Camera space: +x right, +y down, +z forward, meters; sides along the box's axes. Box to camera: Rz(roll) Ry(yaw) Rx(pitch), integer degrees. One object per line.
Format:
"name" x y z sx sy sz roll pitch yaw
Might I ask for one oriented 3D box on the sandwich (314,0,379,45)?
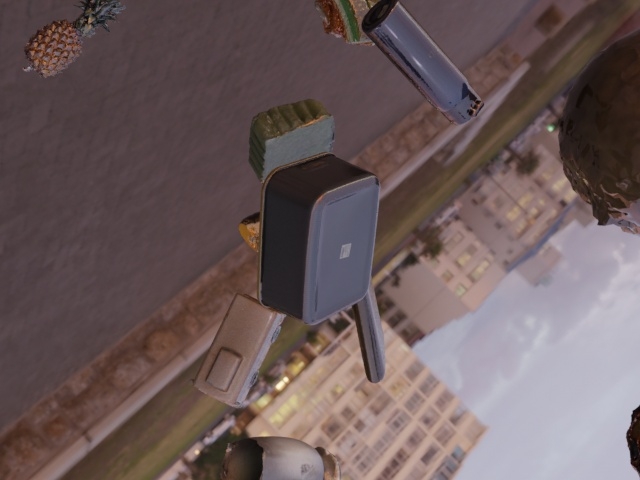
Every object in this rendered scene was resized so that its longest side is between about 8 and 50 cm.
"sandwich" 0.056 -0.488 1.758 0.109 0.185 0.160 -19 173 -37

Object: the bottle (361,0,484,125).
"bottle" 0.165 -0.278 1.277 0.072 0.244 0.082 -56 -151 -10

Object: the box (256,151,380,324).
"box" 0.000 0.000 1.039 0.144 0.090 0.201 -21 127 -44

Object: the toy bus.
"toy bus" -0.137 0.186 1.340 0.182 0.091 0.103 -64 172 -4

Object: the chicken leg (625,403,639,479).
"chicken leg" 0.620 0.396 1.484 0.105 0.063 0.234 -41 -142 33

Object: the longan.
"longan" 0.600 -0.181 1.407 0.391 0.391 0.391 -44 175 -4

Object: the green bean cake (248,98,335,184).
"green bean cake" -0.076 -0.265 2.182 0.227 0.125 0.222 -16 145 -18

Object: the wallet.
"wallet" 0.071 0.113 1.217 0.031 0.198 0.110 -7 -140 8

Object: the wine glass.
"wine glass" -0.059 0.369 1.276 0.111 0.111 0.204 -46 139 16

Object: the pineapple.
"pineapple" -0.466 -0.386 1.494 0.221 0.083 0.103 -43 -143 -6

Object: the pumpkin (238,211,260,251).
"pumpkin" -0.082 -0.006 1.724 0.107 0.183 0.119 -45 148 -16
